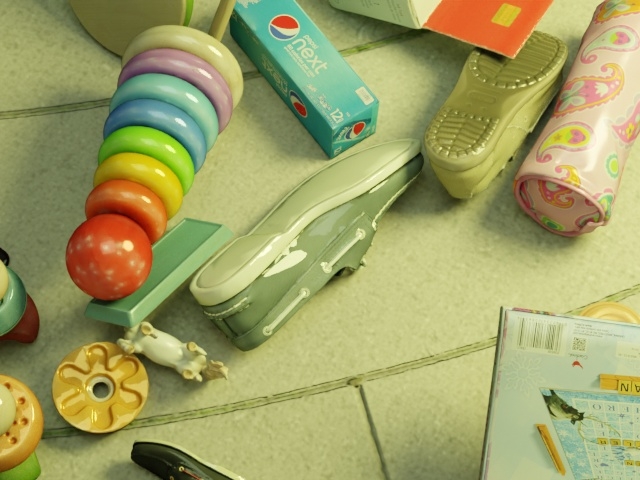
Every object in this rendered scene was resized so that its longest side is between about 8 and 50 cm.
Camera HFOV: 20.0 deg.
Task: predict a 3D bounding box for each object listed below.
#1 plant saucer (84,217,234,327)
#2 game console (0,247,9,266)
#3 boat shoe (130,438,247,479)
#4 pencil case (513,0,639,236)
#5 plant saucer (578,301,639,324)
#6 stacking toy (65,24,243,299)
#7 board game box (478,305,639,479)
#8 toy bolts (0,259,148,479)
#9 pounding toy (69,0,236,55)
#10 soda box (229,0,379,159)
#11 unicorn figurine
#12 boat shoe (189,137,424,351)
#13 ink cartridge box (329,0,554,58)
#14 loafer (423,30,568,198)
[{"bbox_3d":[-0.172,0.030,1.936,0.067,0.018,0.192,11,37,31],"label":"plant saucer"},{"bbox_3d":[-0.431,0.019,1.959,0.085,0.124,0.144,21,61,39],"label":"game console"},{"bbox_3d":[-0.138,0.244,1.866,0.133,0.049,0.042,25,57,6],"label":"boat shoe"},{"bbox_3d":[0.317,-0.143,2.030,0.124,0.124,0.284,24,64,11],"label":"pencil case"},{"bbox_3d":[0.314,0.104,1.963,0.084,0.013,0.083,0,64,0],"label":"plant saucer"},{"bbox_3d":[-0.188,-0.077,1.937,0.141,0.141,0.330,13,50,6],"label":"stacking toy"},{"bbox_3d":[0.315,0.241,1.795,0.319,0.066,0.318,8,89,3],"label":"board game box"},{"bbox_3d":[-0.301,0.112,1.863,0.218,0.158,0.228,-20,69,-11],"label":"toy bolts"},{"bbox_3d":[-0.177,-0.298,2.094,0.237,0.183,0.110,36,42,16],"label":"pounding toy"},{"bbox_3d":[-0.021,-0.199,2.079,0.067,0.071,0.210,-31,68,-16],"label":"soda box"},{"bbox_3d":[-0.172,0.105,1.918,0.162,0.111,0.060,43,88,-3],"label":"unicorn figurine"},{"bbox_3d":[0.000,0.000,1.984,0.319,0.116,0.099,-38,112,-25],"label":"boat shoe"},{"bbox_3d":[0.182,-0.367,2.126,0.261,0.066,0.296,20,63,32],"label":"ink cartridge box"},{"bbox_3d":[0.194,-0.145,2.048,0.102,0.092,0.268,25,49,22],"label":"loafer"}]
